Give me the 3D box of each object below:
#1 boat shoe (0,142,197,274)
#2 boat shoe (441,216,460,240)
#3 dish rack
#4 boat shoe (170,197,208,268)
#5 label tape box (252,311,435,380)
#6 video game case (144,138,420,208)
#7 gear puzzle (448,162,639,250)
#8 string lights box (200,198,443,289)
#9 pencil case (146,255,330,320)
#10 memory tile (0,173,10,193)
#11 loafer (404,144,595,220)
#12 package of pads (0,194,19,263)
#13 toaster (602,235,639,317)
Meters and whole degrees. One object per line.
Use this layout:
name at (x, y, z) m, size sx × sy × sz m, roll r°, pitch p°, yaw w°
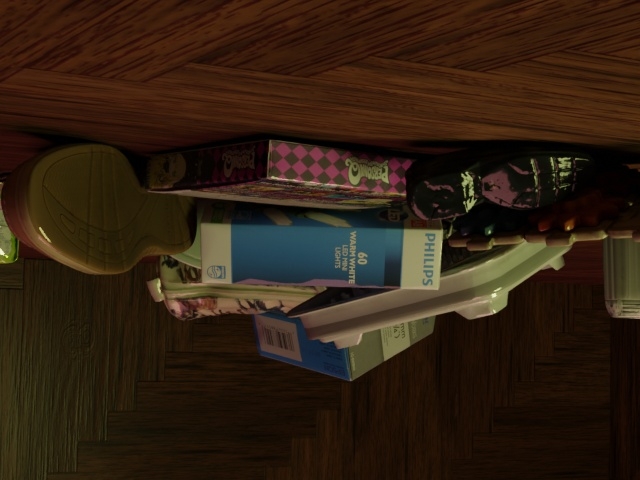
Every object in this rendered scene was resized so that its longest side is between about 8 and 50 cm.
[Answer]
boat shoe at (-0.230, -0.026, 1.256) m, size 0.110 × 0.122 × 0.341 m, roll 0°, pitch 177°, yaw 16°
boat shoe at (0.181, -0.011, 1.837) m, size 0.233 × 0.084 × 0.079 m, roll 13°, pitch 134°, yaw -37°
dish rack at (0.151, 0.050, 1.588) m, size 0.332 × 0.072 × 0.285 m, roll -16°, pitch -173°, yaw 39°
boat shoe at (-0.067, -0.004, 1.598) m, size 0.302 × 0.114 × 0.091 m, roll 4°, pitch 170°, yaw -23°
label tape box at (0.078, 0.125, 2.342) m, size 0.240 × 0.106 × 0.333 m, roll 11°, pitch -152°, yaw 44°
video game case at (-0.019, -0.061, 1.243) m, size 0.232 × 0.042 × 0.210 m, roll 4°, pitch 177°, yaw -38°
gear puzzle at (0.288, -0.045, 1.161) m, size 0.338 × 0.044 × 0.175 m, roll -4°, pitch -162°, yaw 33°
string lights box at (0.002, -0.007, 1.426) m, size 0.259 × 0.077 × 0.133 m, roll 1°, pitch -156°, yaw 1°
pencil case at (-0.085, 0.062, 2.195) m, size 0.410 × 0.160 × 0.183 m, roll 0°, pitch -167°, yaw 24°
memory tile at (-0.349, -0.067, 1.507) m, size 0.148 × 0.012 × 0.113 m, roll 0°, pitch 176°, yaw 23°
loafer at (0.158, -0.064, 1.140) m, size 0.170 × 0.062 × 0.061 m, roll -5°, pitch -145°, yaw -1°
package of pads at (-0.556, -0.019, 1.638) m, size 0.296 × 0.101 × 0.229 m, roll 3°, pitch 176°, yaw -33°
toaster at (0.426, 0.022, 1.546) m, size 0.226 × 0.147 × 0.129 m, roll 0°, pitch 175°, yaw 18°
